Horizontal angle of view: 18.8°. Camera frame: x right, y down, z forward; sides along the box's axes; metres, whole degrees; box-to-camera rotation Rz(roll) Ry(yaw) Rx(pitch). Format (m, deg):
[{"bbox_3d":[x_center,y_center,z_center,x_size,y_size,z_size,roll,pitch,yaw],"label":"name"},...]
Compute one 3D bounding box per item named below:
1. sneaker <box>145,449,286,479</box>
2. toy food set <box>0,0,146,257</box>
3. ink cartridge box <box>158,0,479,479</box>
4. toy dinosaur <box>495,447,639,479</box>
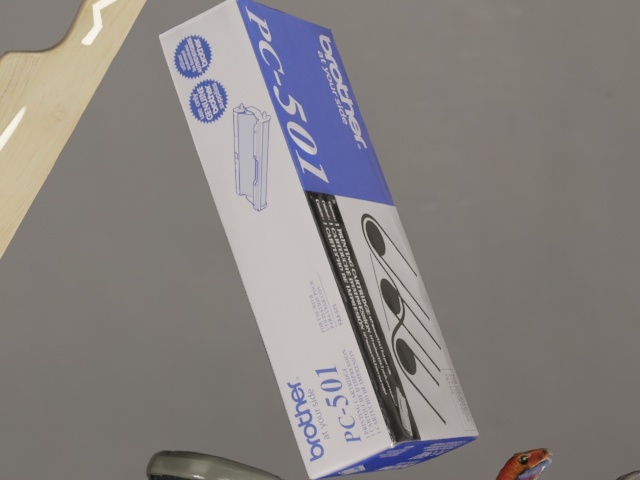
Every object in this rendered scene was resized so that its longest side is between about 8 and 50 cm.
[{"bbox_3d":[-0.057,0.221,1.240,0.087,0.130,0.227,6,151,20],"label":"sneaker"},{"bbox_3d":[-0.136,-0.081,0.442,0.132,0.192,0.038,-58,21,1],"label":"toy food set"},{"bbox_3d":[0.000,0.000,0.856,0.046,0.097,0.207,-25,76,23],"label":"ink cartridge box"},{"bbox_3d":[0.100,0.103,0.670,0.090,0.082,0.047,-118,51,-83],"label":"toy dinosaur"}]
